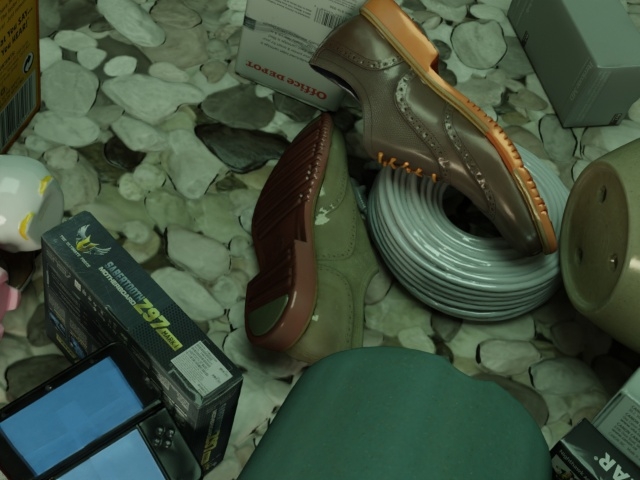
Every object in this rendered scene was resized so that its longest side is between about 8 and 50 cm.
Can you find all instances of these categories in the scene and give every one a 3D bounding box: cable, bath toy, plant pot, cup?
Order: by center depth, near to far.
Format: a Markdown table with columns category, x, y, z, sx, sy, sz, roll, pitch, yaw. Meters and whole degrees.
| category | x | y | z | sx | sy | sz | roll | pitch | yaw |
| --- | --- | --- | --- | --- | --- | --- | --- | --- | --- |
| plant pot | 0.038 | 0.288 | 0.839 | 0.341 | 0.341 | 0.334 | 24 | 44 | 5 |
| bath toy | -0.374 | 0.055 | 0.981 | 0.129 | 0.151 | 0.348 | 17 | 62 | 11 |
| cup | 0.401 | 0.005 | 1.108 | 0.237 | 0.331 | 0.331 | 5 | 53 | -11 |
| cable | 0.185 | -0.027 | 1.236 | 0.257 | 0.089 | 0.257 | -9 | 56 | -19 |

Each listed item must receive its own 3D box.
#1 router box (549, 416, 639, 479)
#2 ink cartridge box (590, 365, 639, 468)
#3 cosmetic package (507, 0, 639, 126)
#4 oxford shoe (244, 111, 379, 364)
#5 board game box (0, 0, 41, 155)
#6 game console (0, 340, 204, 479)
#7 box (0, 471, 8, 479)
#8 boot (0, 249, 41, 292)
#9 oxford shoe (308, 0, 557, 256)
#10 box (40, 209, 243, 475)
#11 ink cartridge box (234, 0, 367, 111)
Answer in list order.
| category | x | y | z | sx | sy | sz | roll | pitch | yaw |
| --- | --- | --- | --- | --- | --- | --- | --- | --- | --- |
| router box | 0.287 | 0.277 | 1.007 | 0.046 | 0.133 | 0.179 | -32 | 67 | -30 |
| ink cartridge box | 0.428 | 0.230 | 1.052 | 0.275 | 0.060 | 0.239 | 41 | 26 | 17 |
| cosmetic package | 0.363 | -0.285 | 1.449 | 0.107 | 0.127 | 0.237 | -3 | 53 | -16 |
| oxford shoe | 0.000 | 0.000 | 1.181 | 0.130 | 0.123 | 0.348 | 30 | 46 | -24 |
| board game box | -0.527 | -0.207 | 1.032 | 0.357 | 0.356 | 0.356 | 22 | 52 | 2 |
| game console | -0.190 | 0.179 | 0.857 | 0.144 | 0.085 | 0.124 | -32 | 65 | -9 |
| box | -0.251 | 0.255 | 0.923 | 0.130 | 0.091 | 0.170 | -1 | 54 | -14 |
| boot | -0.357 | 0.004 | 1.091 | 0.114 | 0.037 | 0.106 | 33 | 34 | -23 |
| oxford shoe | 0.128 | -0.109 | 1.176 | 0.133 | 0.130 | 0.363 | -37 | 73 | 1 |
| box | -0.178 | 0.108 | 0.991 | 0.059 | 0.183 | 0.233 | -33 | 66 | -32 |
| ink cartridge box | -0.014 | -0.285 | 1.308 | 0.153 | 0.208 | 0.086 | 24 | 49 | 4 |
